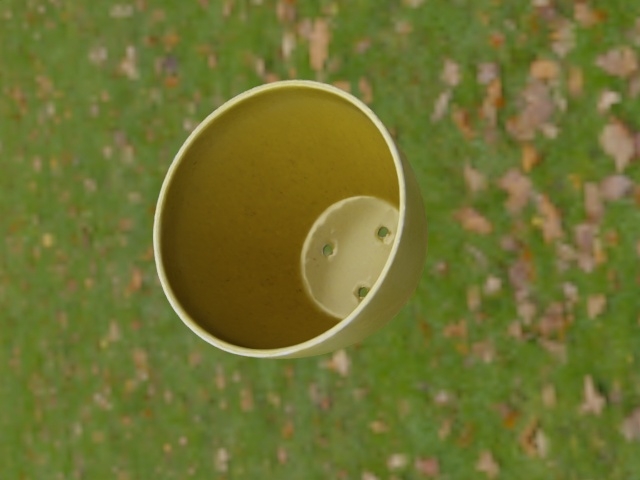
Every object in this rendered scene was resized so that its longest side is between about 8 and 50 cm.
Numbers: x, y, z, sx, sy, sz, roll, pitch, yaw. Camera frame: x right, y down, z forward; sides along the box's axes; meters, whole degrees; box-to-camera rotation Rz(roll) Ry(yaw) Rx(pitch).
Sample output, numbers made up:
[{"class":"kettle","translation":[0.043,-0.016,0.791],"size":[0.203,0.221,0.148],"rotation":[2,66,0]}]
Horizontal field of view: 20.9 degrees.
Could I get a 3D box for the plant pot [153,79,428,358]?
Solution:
[{"class":"plant pot","translation":[0.000,0.000,0.852],"size":[0.134,0.095,0.134],"rotation":[-8,72,26]}]
